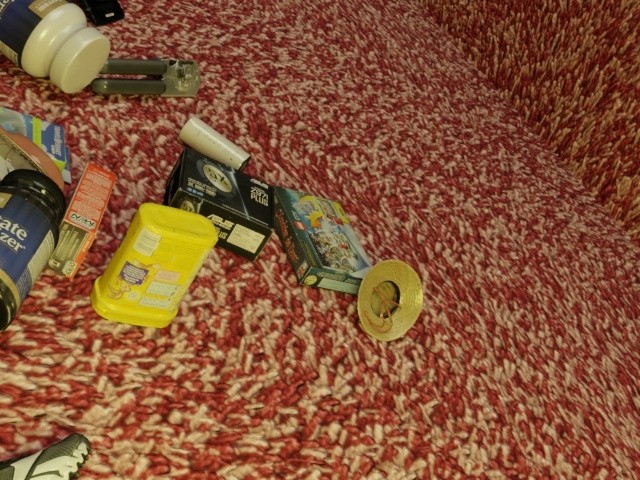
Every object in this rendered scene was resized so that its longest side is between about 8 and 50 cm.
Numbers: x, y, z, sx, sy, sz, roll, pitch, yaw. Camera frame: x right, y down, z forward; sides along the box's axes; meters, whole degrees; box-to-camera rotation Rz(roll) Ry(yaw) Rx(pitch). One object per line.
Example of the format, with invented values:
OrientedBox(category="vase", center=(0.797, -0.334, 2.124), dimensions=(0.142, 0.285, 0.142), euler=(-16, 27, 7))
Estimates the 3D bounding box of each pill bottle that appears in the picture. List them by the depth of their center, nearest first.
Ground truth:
OrientedBox(category="pill bottle", center=(-0.410, 0.008, 1.231), dimensions=(0.123, 0.123, 0.219), euler=(28, 40, -11))
OrientedBox(category="pill bottle", center=(-0.519, -0.391, 1.730), dimensions=(0.265, 0.153, 0.153), euler=(37, 29, 6))

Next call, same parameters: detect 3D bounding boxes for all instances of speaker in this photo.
OrientedBox(category="speaker", center=(-0.202, -0.179, 1.836), dimensions=(0.136, 0.055, 0.055), euler=(35, 28, 3))

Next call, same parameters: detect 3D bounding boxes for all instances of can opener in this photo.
OrientedBox(category="can opener", center=(-0.353, -0.327, 1.917), dimensions=(0.095, 0.076, 0.283), euler=(13, 14, 36))

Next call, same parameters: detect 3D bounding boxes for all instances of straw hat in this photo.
OrientedBox(category="straw hat", center=(0.108, 0.104, 1.707), dimensions=(0.144, 0.144, 0.061), euler=(18, -9, -27))

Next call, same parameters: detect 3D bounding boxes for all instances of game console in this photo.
OrientedBox(category="game console", center=(-0.499, -0.508, 2.077), dimensions=(0.107, 0.071, 0.122), euler=(63, 28, -10))

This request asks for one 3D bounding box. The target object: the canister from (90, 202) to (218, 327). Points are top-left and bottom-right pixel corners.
OrientedBox(category="canister", center=(-0.233, 0.036, 1.356), dimensions=(0.126, 0.170, 0.073), euler=(14, 35, -33))

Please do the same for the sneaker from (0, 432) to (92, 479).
OrientedBox(category="sneaker", center=(-0.330, 0.260, 1.011), dimensions=(0.106, 0.078, 0.234), euler=(37, 31, 1))

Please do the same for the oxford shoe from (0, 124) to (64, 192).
OrientedBox(category="oxford shoe", center=(-0.538, -0.145, 1.374), dimensions=(0.348, 0.123, 0.130), euler=(33, 34, 0))

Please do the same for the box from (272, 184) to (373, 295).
OrientedBox(category="box", center=(0.000, 0.000, 1.784), dimensions=(0.159, 0.044, 0.233), euler=(13, 35, -34))

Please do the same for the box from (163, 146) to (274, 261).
OrientedBox(category="box", center=(-0.175, -0.064, 1.666), dimensions=(0.180, 0.077, 0.147), euler=(24, 29, -17))

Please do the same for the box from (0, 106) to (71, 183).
OrientedBox(category="box", center=(-0.479, -0.158, 1.533), dimensions=(0.178, 0.042, 0.109), euler=(16, 34, -28))

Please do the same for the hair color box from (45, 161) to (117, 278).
OrientedBox(category="hair color box", center=(-0.354, -0.032, 1.416), dimensions=(0.053, 0.093, 0.167), euler=(27, 30, -15))
